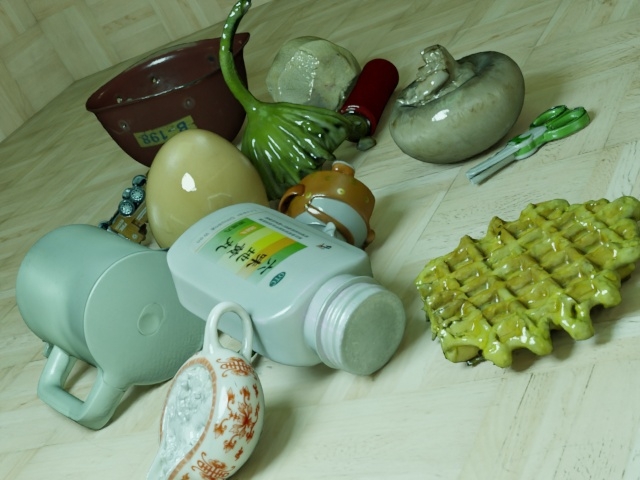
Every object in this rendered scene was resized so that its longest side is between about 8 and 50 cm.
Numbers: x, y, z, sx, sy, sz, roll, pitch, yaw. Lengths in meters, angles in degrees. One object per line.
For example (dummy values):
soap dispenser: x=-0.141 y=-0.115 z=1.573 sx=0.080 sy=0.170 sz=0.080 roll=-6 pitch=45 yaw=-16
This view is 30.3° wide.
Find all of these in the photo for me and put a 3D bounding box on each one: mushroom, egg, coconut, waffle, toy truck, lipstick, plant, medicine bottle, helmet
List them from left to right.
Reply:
toy truck: x=-0.343 y=-0.032 z=2.228 sx=0.177 sy=0.115 sz=0.080 roll=-48 pitch=17 yaw=16
helmet: x=-0.288 y=-0.275 z=2.534 sx=0.385 sy=0.230 sz=0.337 roll=-17 pitch=23 yaw=10
egg: x=-0.191 y=-0.068 z=1.945 sx=0.201 sy=0.244 sz=0.201 roll=-12 pitch=26 yaw=6
plant: x=-0.095 y=-0.230 z=2.078 sx=0.251 sy=0.333 sz=0.180 roll=-37 pitch=4 yaw=16
medicine bottle: x=-0.041 y=0.062 z=1.495 sx=0.179 sy=0.124 sz=0.324 roll=-31 pitch=38 yaw=-29
coconut: x=-0.017 y=-0.323 z=2.371 sx=0.194 sy=0.194 sz=0.194 roll=-25 pitch=21 yaw=11
lipstick: x=0.091 y=-0.268 z=2.239 sx=0.080 sy=0.080 sz=0.241 roll=-19 pitch=24 yaw=26
mushroom: x=0.207 y=-0.221 z=1.848 sx=0.226 sy=0.178 sz=0.226 roll=-32 pitch=12 yaw=8
waffle: x=0.232 y=0.047 z=1.373 sx=0.307 sy=0.060 sz=0.312 roll=-16 pitch=23 yaw=34

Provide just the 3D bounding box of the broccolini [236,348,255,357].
broccolini: x=-0.095 y=0.147 z=1.587 sx=0.051 sy=0.054 sz=0.239 roll=17 pitch=36 yaw=14

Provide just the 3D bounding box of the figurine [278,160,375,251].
figurine: x=0.009 y=0.001 z=1.693 sx=0.143 sy=0.143 sz=0.271 roll=-21 pitch=51 yaw=22

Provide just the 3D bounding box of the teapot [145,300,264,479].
teapot: x=-0.126 y=0.193 z=1.380 sx=0.159 sy=0.116 sz=0.245 roll=-20 pitch=58 yaw=63

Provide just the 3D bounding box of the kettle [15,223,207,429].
kettle: x=-0.336 y=0.110 z=1.768 sx=0.265 sy=0.205 sz=0.318 roll=-36 pitch=24 yaw=-23

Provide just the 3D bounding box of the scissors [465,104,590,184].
scissors: x=0.302 y=-0.142 z=1.750 sx=0.204 sy=0.027 sz=0.101 roll=-33 pitch=18 yaw=-15
